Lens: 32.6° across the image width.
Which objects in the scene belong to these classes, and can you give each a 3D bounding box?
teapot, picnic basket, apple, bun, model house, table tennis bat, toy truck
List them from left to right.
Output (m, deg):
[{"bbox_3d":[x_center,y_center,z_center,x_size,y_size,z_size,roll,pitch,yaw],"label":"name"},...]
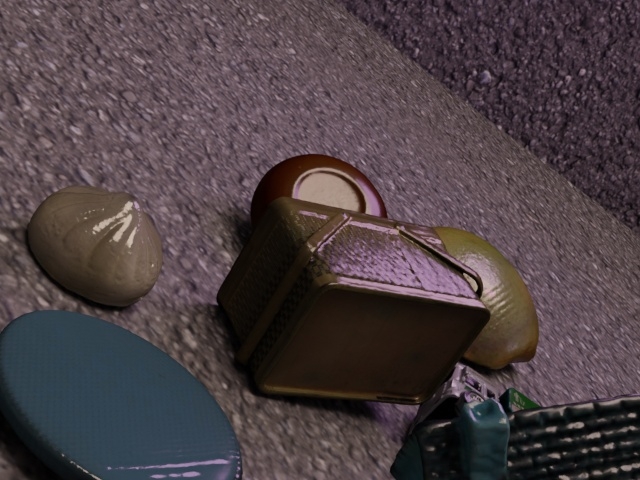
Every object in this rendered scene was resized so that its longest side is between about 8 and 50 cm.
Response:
[{"bbox_3d":[-0.210,-0.009,1.074,0.138,0.094,0.138,32,22,-14],"label":"bun"},{"bbox_3d":[-0.141,0.162,0.877,0.215,0.044,0.329,11,26,-49],"label":"table tennis bat"},{"bbox_3d":[0.000,0.000,1.392,0.178,0.135,0.252,-9,65,-20],"label":"teapot"},{"bbox_3d":[0.038,0.071,1.191,0.267,0.165,0.139,10,34,-35],"label":"picnic basket"},{"bbox_3d":[0.207,0.076,1.600,0.265,0.120,0.193,45,32,16],"label":"apple"},{"bbox_3d":[0.228,0.249,1.280,0.253,0.114,0.124,35,27,-8],"label":"toy truck"},{"bbox_3d":[0.214,0.242,0.961,0.261,0.241,0.226,-7,33,-11],"label":"model house"}]
